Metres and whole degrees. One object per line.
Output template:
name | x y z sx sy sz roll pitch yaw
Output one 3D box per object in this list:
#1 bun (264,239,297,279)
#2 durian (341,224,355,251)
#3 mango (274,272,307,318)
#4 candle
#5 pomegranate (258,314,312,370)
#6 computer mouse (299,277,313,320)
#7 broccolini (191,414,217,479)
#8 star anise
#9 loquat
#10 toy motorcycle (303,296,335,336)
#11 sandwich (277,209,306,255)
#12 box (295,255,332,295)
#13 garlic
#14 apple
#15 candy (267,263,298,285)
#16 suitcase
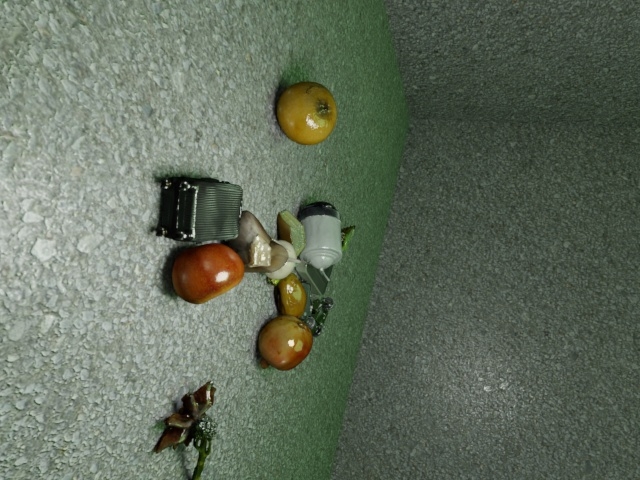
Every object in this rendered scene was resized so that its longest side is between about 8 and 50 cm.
bun | -0.191 0.075 1.869 0.119 0.172 0.173 27 71 -42
durian | 0.100 -0.002 2.395 0.375 0.106 0.132 -49 143 -56
mango | -0.142 0.266 2.110 0.156 0.151 0.249 -108 -172 -65
candle | 0.000 0.000 2.135 0.221 0.221 0.343 60 24 -58
pomegranate | -0.170 0.475 1.998 0.270 0.229 0.252 -50 169 8
computer mouse | -0.106 0.307 2.294 0.126 0.071 0.231 -16 104 -51
broccolini | -0.428 0.751 1.570 0.074 0.078 0.392 -58 171 -56
star anise | -0.454 0.612 1.518 0.288 0.088 0.288 -55 158 -35
loquat | -0.055 -0.533 1.846 0.263 0.262 0.263 9 90 -68
toy motorcycle | -0.034 0.416 2.454 0.275 0.127 0.205 -65 153 -20
sandwich | -0.134 -0.012 2.013 0.094 0.096 0.258 -17 100 -54
box | -0.002 0.077 2.430 0.373 0.090 0.367 60 43 -56
garlic | -0.227 0.007 1.668 0.340 0.245 0.232 7 76 -63
apple | -0.359 0.096 1.412 0.173 0.210 0.235 65 14 -2
candy | -0.169 0.149 2.031 0.194 0.062 0.058 -29 170 -43
suitcase | -0.371 -0.097 1.387 0.312 0.128 0.202 -8 106 -67
